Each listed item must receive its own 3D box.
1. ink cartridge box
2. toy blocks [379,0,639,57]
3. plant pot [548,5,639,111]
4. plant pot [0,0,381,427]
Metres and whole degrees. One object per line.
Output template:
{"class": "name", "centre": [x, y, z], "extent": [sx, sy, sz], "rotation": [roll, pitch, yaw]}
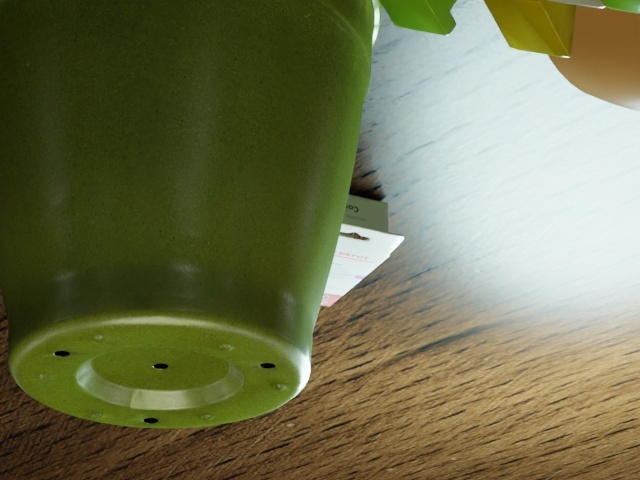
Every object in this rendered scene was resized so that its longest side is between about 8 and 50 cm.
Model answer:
{"class": "ink cartridge box", "centre": [0.000, 0.000, 1.711], "extent": [0.115, 0.067, 0.198], "rotation": [11, 152, -23]}
{"class": "toy blocks", "centre": [0.110, -0.281, 0.949], "extent": [0.381, 0.261, 0.191], "rotation": [18, 154, 45]}
{"class": "plant pot", "centre": [0.283, -0.201, 1.110], "extent": [0.203, 0.291, 0.291], "rotation": [3, 163, 46]}
{"class": "plant pot", "centre": [-0.127, -0.045, 1.303], "extent": [0.366, 0.353, 0.366], "rotation": [-1, 153, 0]}
